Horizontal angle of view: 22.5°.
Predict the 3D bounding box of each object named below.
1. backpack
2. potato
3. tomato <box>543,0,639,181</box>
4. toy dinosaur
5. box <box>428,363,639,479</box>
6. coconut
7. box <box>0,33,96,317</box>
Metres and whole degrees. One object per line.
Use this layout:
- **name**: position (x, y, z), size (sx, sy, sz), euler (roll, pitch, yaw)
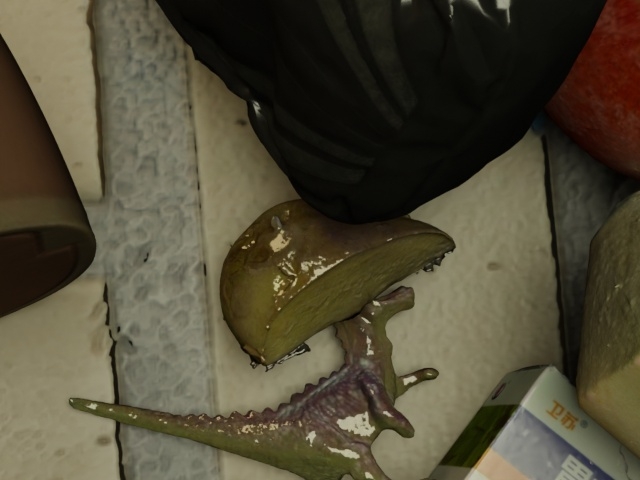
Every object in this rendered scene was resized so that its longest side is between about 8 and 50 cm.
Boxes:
- **backpack**: position (-0.002, -0.247, 1.057), size (0.255, 0.363, 0.445), euler (-35, 80, -28)
- **potato**: position (0.000, 0.000, 1.134), size (0.172, 0.089, 0.100), euler (-30, 54, -9)
- **tomato**: position (0.266, -0.171, 1.137), size (0.265, 0.265, 0.265), euler (1, 84, -9)
- **toy dinosaur**: position (-0.018, 0.134, 1.159), size (0.251, 0.072, 0.199), euler (-33, 79, 1)
- **box**: position (0.138, 0.265, 1.137), size (0.200, 0.106, 0.299), euler (39, 79, -3)
- **coconut**: position (0.285, 0.060, 1.062), size (0.244, 0.239, 0.239), euler (41, 79, 4)
- **box**: position (-0.304, -0.048, 1.012), size (0.301, 0.301, 0.216), euler (-19, 83, -11)
